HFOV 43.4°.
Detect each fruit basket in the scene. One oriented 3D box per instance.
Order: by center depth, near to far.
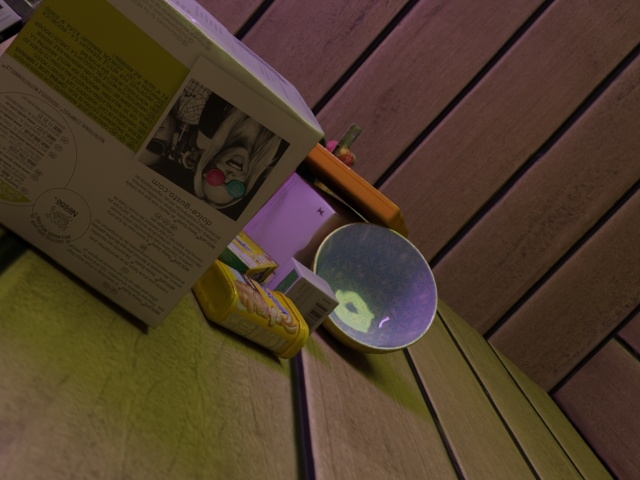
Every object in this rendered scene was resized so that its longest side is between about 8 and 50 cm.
[{"bbox_3d":[0.014,-0.176,2.308,0.165,0.353,0.327,42,8,3],"label":"fruit basket"}]

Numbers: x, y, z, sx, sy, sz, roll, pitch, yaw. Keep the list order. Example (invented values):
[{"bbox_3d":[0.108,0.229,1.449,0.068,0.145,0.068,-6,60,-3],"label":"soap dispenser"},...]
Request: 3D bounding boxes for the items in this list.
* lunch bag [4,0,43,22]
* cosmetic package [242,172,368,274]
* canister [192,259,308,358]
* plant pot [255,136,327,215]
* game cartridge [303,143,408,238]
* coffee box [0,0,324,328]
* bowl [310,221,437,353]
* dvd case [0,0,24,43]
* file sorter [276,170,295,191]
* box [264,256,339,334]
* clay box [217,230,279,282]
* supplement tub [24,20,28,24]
[{"bbox_3d":[-0.635,-0.514,1.434,0.305,0.212,0.256,38,6,-35],"label":"lunch bag"},{"bbox_3d":[0.000,0.000,1.913,0.155,0.197,0.365,48,9,27],"label":"cosmetic package"},{"bbox_3d":[-0.112,0.109,1.277,0.170,0.073,0.126,34,12,-41],"label":"canister"},{"bbox_3d":[-0.162,-0.198,1.987,0.255,0.271,0.272,31,6,13],"label":"plant pot"},{"bbox_3d":[0.080,-0.116,1.869,0.285,0.052,0.323,40,-2,13],"label":"game cartridge"},{"bbox_3d":[-0.246,-0.156,1.072,0.338,0.334,0.337,38,11,-18],"label":"coffee box"},{"bbox_3d":[0.091,0.122,1.738,0.289,0.289,0.156,43,-33,2],"label":"bowl"},{"bbox_3d":[-0.554,-0.327,1.094,0.239,0.179,0.029,44,-24,8],"label":"dvd case"},{"bbox_3d":[-0.170,-0.151,1.671,0.182,0.202,0.291,45,-4,-5],"label":"file sorter"},{"bbox_3d":[-0.041,0.108,1.498,0.102,0.101,0.087,39,9,-27],"label":"box"},{"bbox_3d":[-0.160,0.025,1.529,0.127,0.053,0.222,44,7,9],"label":"clay box"},{"bbox_3d":[-0.572,-0.567,1.924,0.331,0.241,0.241,35,12,-45],"label":"supplement tub"}]
